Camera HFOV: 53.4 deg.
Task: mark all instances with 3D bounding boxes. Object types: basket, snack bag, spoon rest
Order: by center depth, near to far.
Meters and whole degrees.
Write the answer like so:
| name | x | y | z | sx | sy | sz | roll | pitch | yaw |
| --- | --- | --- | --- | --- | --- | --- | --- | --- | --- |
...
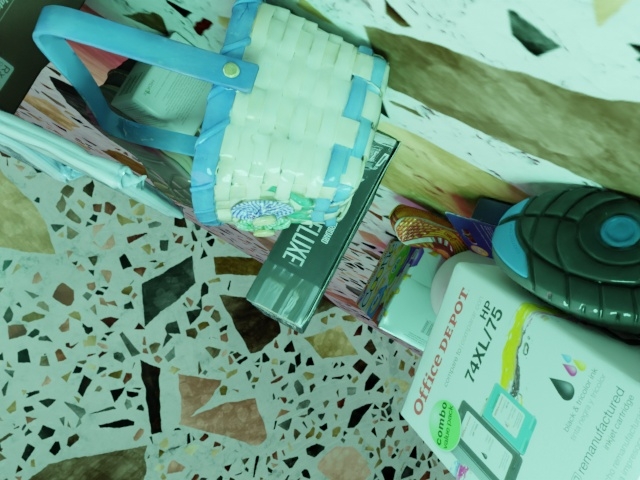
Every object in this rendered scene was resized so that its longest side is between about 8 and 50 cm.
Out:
| name | x | y | z | sx | sy | sz | roll | pitch | yaw |
| --- | --- | --- | --- | --- | --- | --- | --- | --- | --- |
| basket | -0.094 | -0.117 | 0.606 | 0.288 | 0.201 | 0.255 | 18 | 171 | 0 |
| snack bag | -0.317 | -0.102 | 0.673 | 0.342 | 0.037 | 0.323 | 24 | 175 | -1 |
| spoon rest | 0.293 | 0.091 | 0.897 | 0.276 | 0.137 | 0.084 | 12 | -160 | 7 |

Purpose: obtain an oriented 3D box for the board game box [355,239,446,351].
| name | x | y | z | sx | sy | sz | roll | pitch | yaw |
| --- | --- | --- | --- | --- | --- | --- | --- | --- | --- |
| board game box | 0.169 | 0.095 | 1.074 | 0.144 | 0.142 | 0.275 | 28 | 179 | -5 |

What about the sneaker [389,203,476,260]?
| name | x | y | z | sx | sy | sz | roll | pitch | yaw |
| --- | --- | --- | --- | --- | --- | --- | --- | --- | --- |
| sneaker | 0.178 | -0.008 | 0.912 | 0.175 | 0.064 | 0.067 | 26 | -155 | -22 |

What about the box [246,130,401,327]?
| name | x | y | z | sx | sy | sz | roll | pitch | yaw |
| --- | --- | --- | --- | --- | --- | --- | --- | --- | --- |
| box | 0.000 | 0.000 | 0.855 | 0.076 | 0.242 | 0.307 | 27 | 170 | 3 |

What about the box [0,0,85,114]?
| name | x | y | z | sx | sy | sz | roll | pitch | yaw |
| --- | --- | --- | --- | --- | --- | --- | --- | --- | --- |
| box | -0.462 | -0.298 | 0.710 | 0.381 | 0.191 | 0.143 | 23 | 170 | 22 |

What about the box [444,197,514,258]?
| name | x | y | z | sx | sy | sz | roll | pitch | yaw |
| --- | --- | --- | --- | --- | --- | --- | --- | --- | --- |
| box | 0.270 | 0.008 | 0.762 | 0.225 | 0.037 | 0.136 | 19 | 167 | 35 |

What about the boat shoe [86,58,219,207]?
| name | x | y | z | sx | sy | sz | roll | pitch | yaw |
| --- | --- | --- | --- | --- | --- | --- | --- | --- | --- |
| boat shoe | -0.209 | -0.150 | 0.991 | 0.132 | 0.130 | 0.355 | 20 | 163 | 23 |

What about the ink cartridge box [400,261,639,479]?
| name | x | y | z | sx | sy | sz | roll | pitch | yaw |
| --- | --- | --- | --- | --- | --- | --- | --- | --- | --- |
| ink cartridge box | 0.252 | 0.170 | 0.630 | 0.197 | 0.198 | 0.270 | 9 | -163 | -28 |

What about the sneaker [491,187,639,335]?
| name | x | y | z | sx | sy | sz | roll | pitch | yaw |
| --- | --- | --- | --- | --- | --- | --- | --- | --- | --- |
| sneaker | 0.319 | 0.054 | 0.575 | 0.340 | 0.125 | 0.140 | 21 | 163 | 35 |

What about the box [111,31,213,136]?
| name | x | y | z | sx | sy | sz | roll | pitch | yaw |
| --- | --- | --- | --- | --- | --- | --- | --- | --- | --- |
| box | -0.189 | -0.189 | 0.798 | 0.087 | 0.102 | 0.101 | 36 | 167 | -31 |
